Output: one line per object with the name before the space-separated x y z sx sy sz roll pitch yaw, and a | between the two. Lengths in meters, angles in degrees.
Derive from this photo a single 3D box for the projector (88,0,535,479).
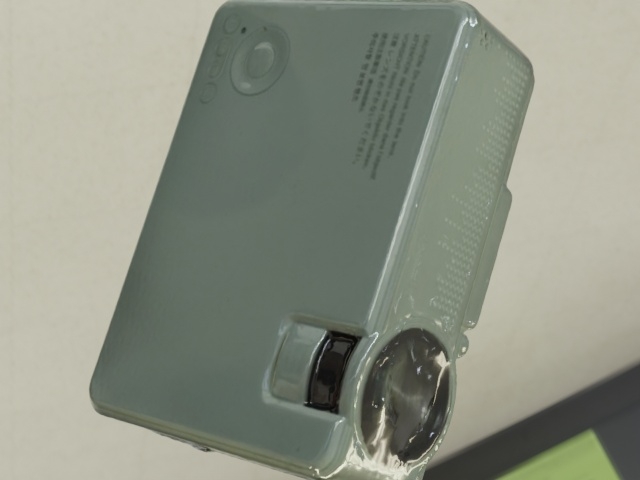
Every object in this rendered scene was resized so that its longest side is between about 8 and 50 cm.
projector | 0.000 0.000 0.774 0.099 0.192 0.256 29 75 -47
